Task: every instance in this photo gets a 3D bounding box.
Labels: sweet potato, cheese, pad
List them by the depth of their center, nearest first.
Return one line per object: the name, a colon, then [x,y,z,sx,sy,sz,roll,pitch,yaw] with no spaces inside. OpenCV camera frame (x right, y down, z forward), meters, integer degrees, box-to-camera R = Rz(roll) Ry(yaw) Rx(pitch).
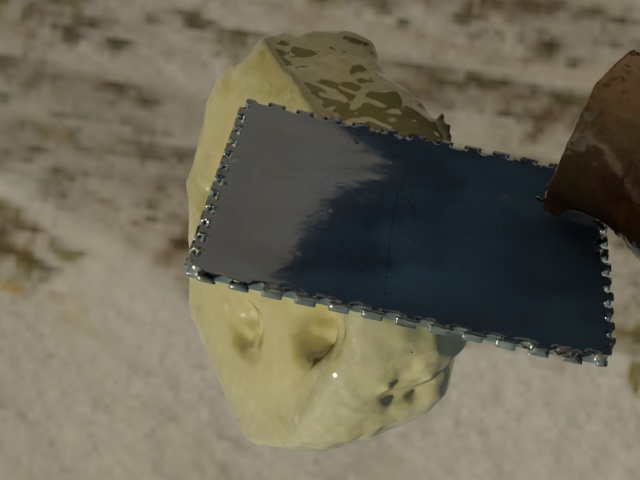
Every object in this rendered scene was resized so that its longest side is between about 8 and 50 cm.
sweet potato: [0.288,0.003,1.239,0.337,0.131,0.131,38,-163,33]
pad: [0.059,-0.012,1.290,0.269,0.012,0.269,13,-153,2]
cheese: [0.000,0.000,1.533,0.115,0.326,0.318,-4,180,-29]
